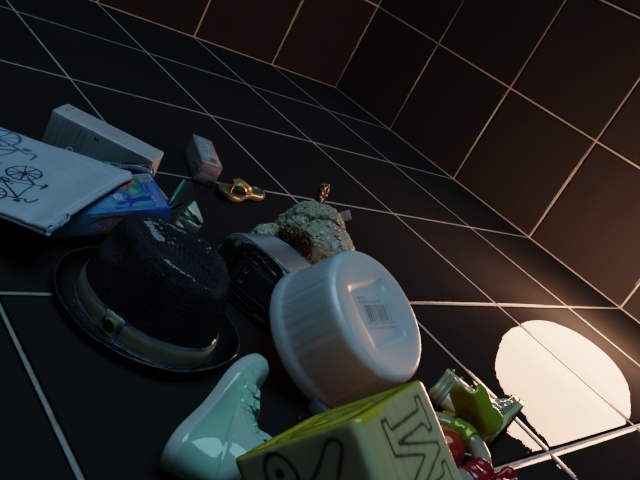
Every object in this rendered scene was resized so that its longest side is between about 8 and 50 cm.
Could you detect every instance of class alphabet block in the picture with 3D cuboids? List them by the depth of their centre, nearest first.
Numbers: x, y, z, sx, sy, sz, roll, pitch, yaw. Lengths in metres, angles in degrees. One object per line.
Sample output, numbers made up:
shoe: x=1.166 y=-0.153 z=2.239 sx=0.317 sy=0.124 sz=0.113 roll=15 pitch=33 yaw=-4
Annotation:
alphabet block: x=0.048 y=0.306 z=0.854 sx=0.193 sy=0.192 sz=0.197 roll=-6 pitch=73 yaw=-60

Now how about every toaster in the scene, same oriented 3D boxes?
toaster: x=-0.095 y=0.077 z=1.387 sx=0.227 sy=0.129 sz=0.146 roll=37 pitch=19 yaw=18

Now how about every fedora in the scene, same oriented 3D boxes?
fedora: x=-0.259 y=0.064 z=1.160 sx=0.334 sy=0.152 sz=0.334 roll=26 pitch=20 yaw=-11

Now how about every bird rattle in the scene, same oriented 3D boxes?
bird rattle: x=0.233 y=0.373 z=1.209 sx=0.207 sy=0.143 sz=0.253 roll=13 pitch=37 yaw=-12

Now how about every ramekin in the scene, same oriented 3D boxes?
ramekin: x=0.054 y=0.152 z=1.240 sx=0.277 sy=0.135 sz=0.277 roll=34 pitch=40 yaw=-34

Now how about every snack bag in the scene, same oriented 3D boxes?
snack bag: x=-0.542 y=-0.116 z=1.247 sx=0.342 sy=0.037 sz=0.323 roll=18 pitch=24 yaw=4

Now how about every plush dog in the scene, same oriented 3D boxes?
plush dog: x=0.000 y=0.000 z=1.557 sx=0.262 sy=0.211 sz=0.225 roll=21 pitch=16 yaw=-24

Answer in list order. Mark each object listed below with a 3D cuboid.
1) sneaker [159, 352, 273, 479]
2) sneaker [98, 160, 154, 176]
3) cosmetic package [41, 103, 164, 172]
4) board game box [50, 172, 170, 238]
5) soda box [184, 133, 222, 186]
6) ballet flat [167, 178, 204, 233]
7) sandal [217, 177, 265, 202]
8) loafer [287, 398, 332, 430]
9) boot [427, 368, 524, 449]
sneaker: x=-0.096 y=0.265 z=0.986 sx=0.151 sy=0.094 sz=0.256 roll=27 pitch=29 yaw=9
sneaker: x=-0.455 y=-0.115 z=1.439 sx=0.223 sy=0.098 sz=0.083 roll=4 pitch=5 yaw=-1
cosmetic package: x=-0.469 y=-0.184 z=1.514 sx=0.231 sy=0.117 sz=0.085 roll=26 pitch=21 yaw=-6
board game box: x=-0.402 y=-0.069 z=1.314 sx=0.210 sy=0.047 sz=0.160 roll=-6 pitch=31 yaw=-24
soda box: x=-0.311 y=-0.213 z=1.866 sx=0.058 sy=0.063 sz=0.183 roll=18 pitch=23 yaw=-27
ballet flat: x=-0.300 y=-0.031 z=1.436 sx=0.096 sy=0.095 sz=0.280 roll=37 pitch=30 yaw=-8
sandal: x=-0.204 y=-0.137 z=1.853 sx=0.072 sy=0.049 sz=0.180 roll=40 pitch=23 yaw=25
loafer: x=0.067 y=0.365 z=1.018 sx=0.302 sy=0.095 sz=0.109 roll=44 pitch=-6 yaw=22
boot: x=0.314 y=0.324 z=1.433 sx=0.165 sy=0.077 sz=0.213 roll=36 pitch=24 yaw=22
